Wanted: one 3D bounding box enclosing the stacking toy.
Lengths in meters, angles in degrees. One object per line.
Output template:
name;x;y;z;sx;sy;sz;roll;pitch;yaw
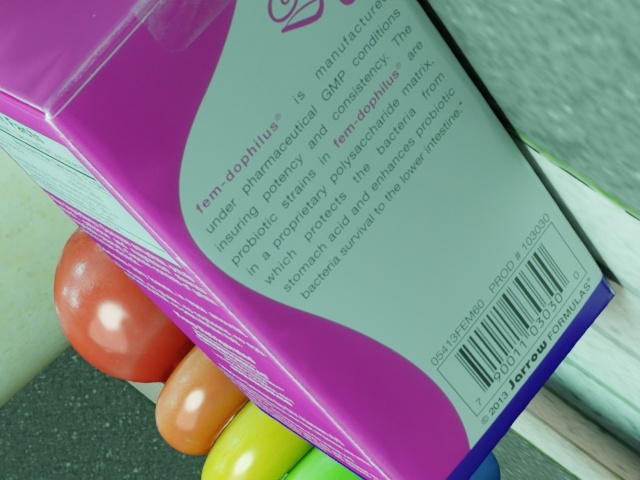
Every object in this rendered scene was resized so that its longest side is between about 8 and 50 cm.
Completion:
stacking toy;0.003;0.105;0.707;0.330;0.141;0.141;43;168;10

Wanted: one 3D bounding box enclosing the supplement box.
supplement box;-0.013;-0.022;0.524;0.114;0.111;0.220;26;161;49

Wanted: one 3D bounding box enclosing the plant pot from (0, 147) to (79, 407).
plant pot;-0.271;0.002;0.913;0.334;0.305;0.334;38;167;10
